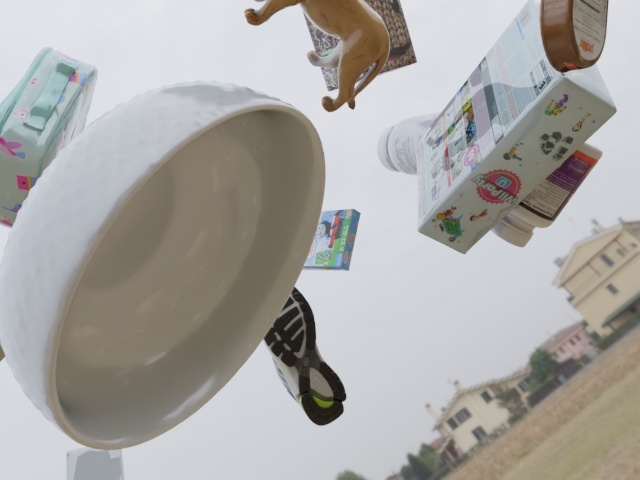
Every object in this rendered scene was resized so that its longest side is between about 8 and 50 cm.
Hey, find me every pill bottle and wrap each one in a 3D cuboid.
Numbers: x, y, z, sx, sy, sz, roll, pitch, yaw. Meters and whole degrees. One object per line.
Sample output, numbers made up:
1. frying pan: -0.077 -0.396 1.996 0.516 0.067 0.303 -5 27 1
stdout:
1. pill bottle: 0.352 -0.088 0.975 0.108 0.108 0.193 -4 -50 -53
2. pill bottle: 0.281 -0.253 1.596 0.160 0.160 0.283 -28 17 -23

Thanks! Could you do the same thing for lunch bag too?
1. lunch bag: -0.458 -0.171 0.978 0.108 0.279 0.224 18 -42 -16

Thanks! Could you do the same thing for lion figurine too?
1. lion figurine: 0.019 -0.412 1.070 0.240 0.142 0.392 -25 -49 34

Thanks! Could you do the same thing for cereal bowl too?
1. cereal bowl: -0.144 0.007 0.553 0.339 0.141 0.339 -49 -24 -30

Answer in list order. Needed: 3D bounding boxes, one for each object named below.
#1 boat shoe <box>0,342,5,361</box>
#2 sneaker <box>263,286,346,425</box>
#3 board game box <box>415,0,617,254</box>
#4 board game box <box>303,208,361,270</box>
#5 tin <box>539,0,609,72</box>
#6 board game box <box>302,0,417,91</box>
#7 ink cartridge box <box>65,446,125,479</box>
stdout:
1. boat shoe: -0.636 0.190 1.159 0.233 0.079 0.084 -62 -17 -47
2. sneaker: -0.060 0.206 1.140 0.111 0.299 0.121 -26 12 -26
3. board game box: 0.261 -0.162 0.891 0.098 0.224 0.303 24 -47 -16
4. board game box: 0.000 0.000 1.600 0.212 0.160 0.039 -3 -22 42
5. tin: 0.276 -0.279 0.648 0.106 0.040 0.189 0 -86 -41
6. board game box: 0.094 -0.559 1.540 0.141 0.291 0.232 -7 17 44
7. ink cartridge box: -0.469 0.590 1.290 0.114 0.197 0.272 -6 -43 -19
